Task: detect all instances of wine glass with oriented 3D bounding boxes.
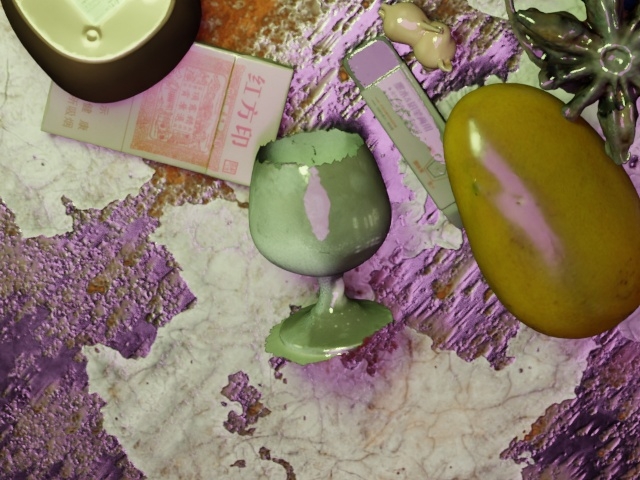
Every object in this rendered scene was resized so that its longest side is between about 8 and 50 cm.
[{"bbox_3d":[0.000,0.000,1.944,0.238,0.238,0.323,-8,110,2],"label":"wine glass"}]

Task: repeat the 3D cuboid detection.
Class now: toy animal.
[{"bbox_3d":[0.152,-0.317,1.926,0.150,0.083,0.089,41,116,0],"label":"toy animal"}]

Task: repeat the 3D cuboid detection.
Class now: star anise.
[{"bbox_3d":[0.424,-0.290,1.806,0.315,0.139,0.359,-2,102,3],"label":"star anise"}]

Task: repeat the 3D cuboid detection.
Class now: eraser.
[{"bbox_3d":[0.161,-0.167,1.976,0.089,0.061,0.352,-31,104,14],"label":"eraser"}]

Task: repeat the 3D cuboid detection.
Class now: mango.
[{"bbox_3d":[0.341,-0.050,1.898,0.446,0.232,0.300,52,57,-20],"label":"mango"}]

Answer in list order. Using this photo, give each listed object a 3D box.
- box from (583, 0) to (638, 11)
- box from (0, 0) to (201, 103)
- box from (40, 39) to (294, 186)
[{"bbox_3d":[0.497,-0.459,1.861,0.261,0.116,0.279,37,104,-8],"label":"box"},{"bbox_3d":[-0.324,-0.363,1.804,0.301,0.216,0.301,0,88,-4],"label":"box"},{"bbox_3d":[-0.241,-0.224,1.965,0.365,0.051,0.205,15,104,-5],"label":"box"}]
